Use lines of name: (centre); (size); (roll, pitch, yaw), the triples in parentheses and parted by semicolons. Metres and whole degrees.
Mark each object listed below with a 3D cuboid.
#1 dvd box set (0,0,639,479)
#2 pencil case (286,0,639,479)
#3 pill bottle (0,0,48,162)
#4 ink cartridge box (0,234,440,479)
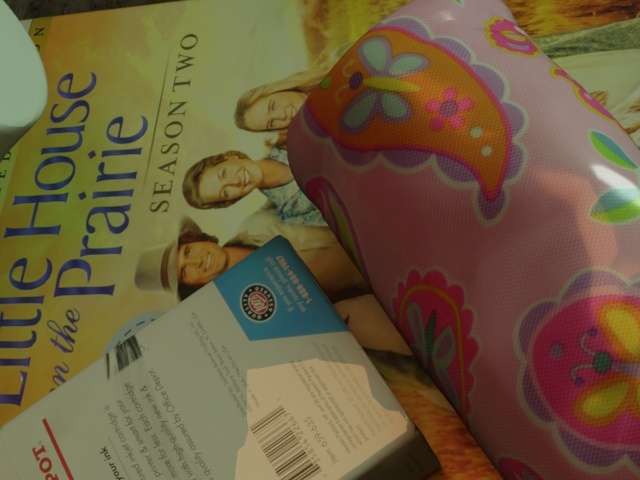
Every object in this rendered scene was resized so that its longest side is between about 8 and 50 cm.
dvd box set: (0.000, 0.000, 0.513); (0.420, 0.062, 0.308); (-2, 62, 16)
pencil case: (0.104, 0.032, 0.364); (0.124, 0.124, 0.284); (-36, 60, -4)
pill bottle: (-0.284, -0.007, 0.482); (0.318, 0.176, 0.176); (-38, 55, 20)
ink cartridge box: (-0.056, 0.095, 0.409); (0.180, 0.060, 0.104); (-34, 62, -1)
